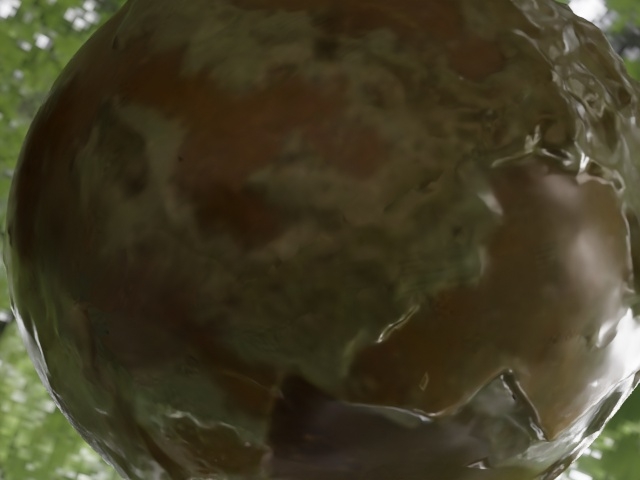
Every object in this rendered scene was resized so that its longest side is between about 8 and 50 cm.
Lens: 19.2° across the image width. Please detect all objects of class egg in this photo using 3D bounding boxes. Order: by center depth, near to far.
[{"bbox_3d":[0.000,0.000,0.579,0.233,0.195,0.195,-12,-115,43],"label":"egg"}]
